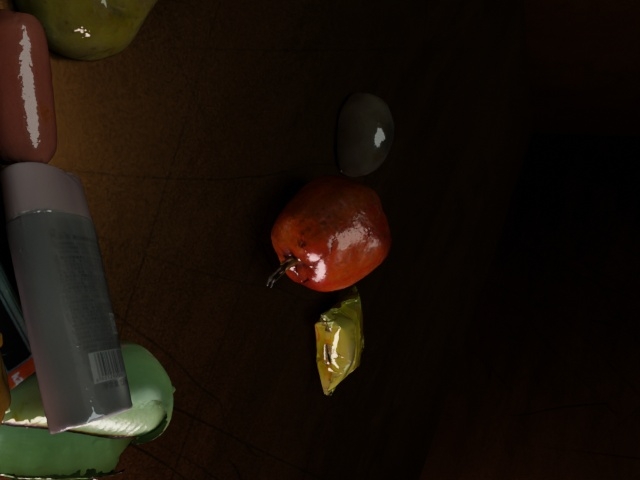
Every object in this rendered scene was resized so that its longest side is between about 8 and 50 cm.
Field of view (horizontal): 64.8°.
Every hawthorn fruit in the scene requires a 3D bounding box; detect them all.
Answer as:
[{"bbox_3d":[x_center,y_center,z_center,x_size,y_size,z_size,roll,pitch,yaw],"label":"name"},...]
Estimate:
[{"bbox_3d":[0.000,0.000,0.932,0.299,0.211,0.211,-34,126,-37],"label":"hawthorn fruit"}]

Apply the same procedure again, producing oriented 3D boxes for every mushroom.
[{"bbox_3d":[0.106,-0.232,1.122,0.141,0.117,0.188,0,103,-46],"label":"mushroom"}]

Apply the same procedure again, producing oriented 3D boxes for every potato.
[{"bbox_3d":[-0.225,-0.332,0.565,0.160,0.111,0.271,42,64,-55],"label":"potato"}]

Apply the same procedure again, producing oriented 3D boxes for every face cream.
[{"bbox_3d":[-0.265,0.055,0.529,0.107,0.073,0.269,63,11,-80],"label":"face cream"}]

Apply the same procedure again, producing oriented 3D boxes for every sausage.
[{"bbox_3d":[-0.310,-0.153,0.521,0.062,0.062,0.154,-19,114,-54],"label":"sausage"}]

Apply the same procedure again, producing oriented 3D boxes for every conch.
[{"bbox_3d":[-0.289,0.212,0.584,0.251,0.137,0.143,-24,141,-41],"label":"conch"}]

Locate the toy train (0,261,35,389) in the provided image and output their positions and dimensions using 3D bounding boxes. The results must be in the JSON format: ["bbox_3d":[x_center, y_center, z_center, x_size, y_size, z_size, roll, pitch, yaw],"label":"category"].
[{"bbox_3d":[-0.366,-0.040,0.441,0.089,0.086,0.409,-42,131,-46],"label":"toy train"}]

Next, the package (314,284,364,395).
[{"bbox_3d":[0.047,0.228,1.158,0.168,0.090,0.226,-30,126,-54],"label":"package"}]

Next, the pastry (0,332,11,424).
[{"bbox_3d":[-0.369,0.111,0.320,0.284,0.184,0.315,-30,119,-22],"label":"pastry"}]
